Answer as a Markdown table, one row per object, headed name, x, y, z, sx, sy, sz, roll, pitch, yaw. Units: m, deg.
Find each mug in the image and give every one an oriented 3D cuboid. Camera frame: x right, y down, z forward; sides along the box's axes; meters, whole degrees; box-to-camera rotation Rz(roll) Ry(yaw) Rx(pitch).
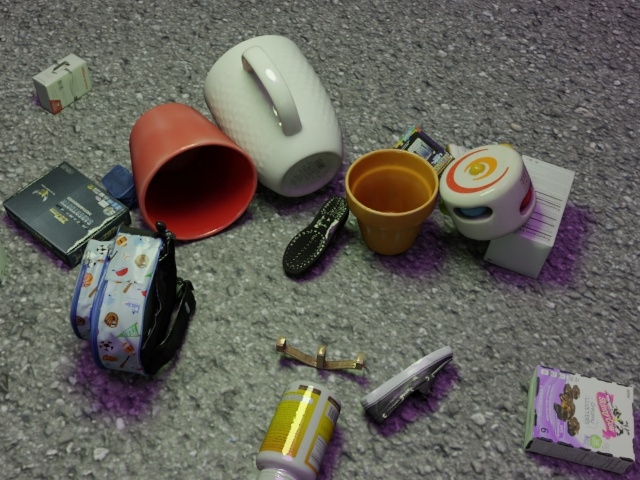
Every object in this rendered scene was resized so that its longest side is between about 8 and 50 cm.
| name | x | y | z | sx | sy | sz | roll | pitch | yaw |
| --- | --- | --- | --- | --- | --- | --- | --- | --- | --- |
| mug | -0.101 | -0.301 | 1.764 | 0.276 | 0.374 | 0.328 | -27 | 65 | -5 |

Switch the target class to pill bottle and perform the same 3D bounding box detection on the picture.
| name | x | y | z | sx | sy | sz | roll | pitch | yaw |
| --- | --- | --- | --- | --- | --- | --- | --- | --- | --- |
| pill bottle | -0.046 | 0.378 | 1.396 | 0.117 | 0.117 | 0.215 | 18 | 53 | 9 |

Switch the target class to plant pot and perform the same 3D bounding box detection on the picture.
| name | x | y | z | sx | sy | sz | roll | pitch | yaw |
| --- | --- | --- | --- | --- | --- | --- | --- | --- | --- |
| plant pot | -0.317 | -0.176 | 1.736 | 0.275 | 0.275 | 0.243 | -19 | 46 | -18 |
| plant pot | 0.160 | -0.072 | 1.710 | 0.205 | 0.188 | 0.205 | -1 | 50 | 1 |

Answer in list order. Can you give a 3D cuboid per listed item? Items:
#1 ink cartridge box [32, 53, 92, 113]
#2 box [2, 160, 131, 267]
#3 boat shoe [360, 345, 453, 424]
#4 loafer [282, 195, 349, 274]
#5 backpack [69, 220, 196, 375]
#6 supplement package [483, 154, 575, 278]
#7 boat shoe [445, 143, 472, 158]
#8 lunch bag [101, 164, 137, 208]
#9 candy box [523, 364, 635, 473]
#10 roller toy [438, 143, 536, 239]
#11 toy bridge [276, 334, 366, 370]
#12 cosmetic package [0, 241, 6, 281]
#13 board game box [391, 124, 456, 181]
| name | x | y | z | sx | sy | sz | roll | pitch | yaw |
| --- | --- | --- | --- | --- | --- | --- | --- | --- | --- |
| ink cartridge box | -0.680 | -0.415 | 1.976 | 0.056 | 0.099 | 0.135 | 31 | 55 | 20 |
| box | -0.587 | -0.065 | 1.736 | 0.232 | 0.059 | 0.183 | 34 | 59 | 21 |
| boat shoe | 0.189 | 0.294 | 1.510 | 0.228 | 0.080 | 0.076 | -27 | 76 | -26 |
| loafer | 0.000 | 0.000 | 1.722 | 0.080 | 0.078 | 0.220 | 34 | 75 | 26 |
| backpack | -0.379 | 0.128 | 1.487 | 0.213 | 0.276 | 0.263 | -1 | 59 | 1 |
| supplement package | 0.492 | -0.057 | 1.761 | 0.133 | 0.139 | 0.244 | 21 | 56 | 12 |
| boat shoe | 0.366 | -0.136 | 1.839 | 0.096 | 0.098 | 0.277 | 2 | 51 | -2 |
| lunch bag | -0.466 | -0.124 | 1.787 | 0.067 | 0.065 | 0.098 | -42 | 61 | -8 |
| candy box | 0.515 | 0.353 | 1.486 | 0.196 | 0.070 | 0.165 | 12 | 52 | 6 |
| roller toy | 0.366 | -0.112 | 1.639 | 0.209 | 0.146 | 0.191 | -31 | 35 | 2 |
| toy bridge | 0.002 | 0.240 | 1.540 | 0.188 | 0.063 | 0.026 | 12 | 52 | 7 |
| cosmetic package | -0.812 | 0.031 | 1.610 | 0.231 | 0.117 | 0.085 | -2 | 53 | -7 |
| board game box | 0.227 | -0.176 | 1.837 | 0.170 | 0.048 | 0.141 | -48 | 64 | 8 |
